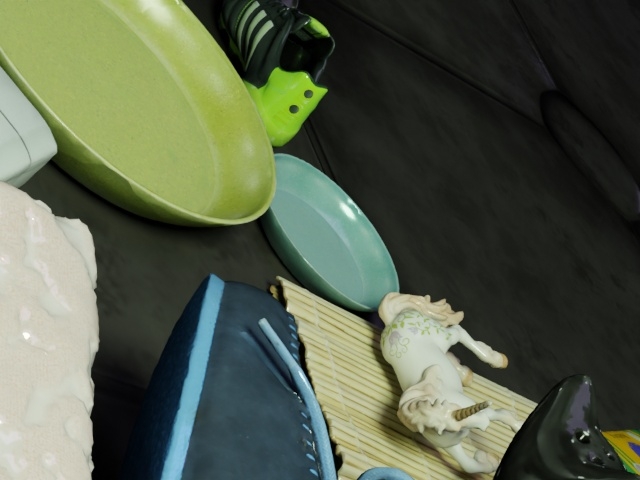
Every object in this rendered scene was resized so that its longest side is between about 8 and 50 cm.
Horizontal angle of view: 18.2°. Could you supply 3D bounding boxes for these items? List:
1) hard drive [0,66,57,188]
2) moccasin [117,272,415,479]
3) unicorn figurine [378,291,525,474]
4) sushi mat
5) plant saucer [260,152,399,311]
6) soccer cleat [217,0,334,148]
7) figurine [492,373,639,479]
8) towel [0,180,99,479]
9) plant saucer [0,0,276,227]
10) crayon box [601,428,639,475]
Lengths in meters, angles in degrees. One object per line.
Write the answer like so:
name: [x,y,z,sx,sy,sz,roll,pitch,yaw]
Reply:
hard drive: [-0.265,-0.079,0.826,0.233,0.047,0.353,50,23,-1]
moccasin: [-0.028,0.164,0.783,0.117,0.138,0.342,15,46,-13]
unicorn figurine: [0.073,0.086,1.137,0.111,0.060,0.162,28,14,-41]
sushi mat: [0.094,0.129,1.198,0.316,0.019,0.151,28,31,-42]
plant saucer: [0.000,0.000,1.218,0.119,0.021,0.119,41,25,-23]
soccer cleat: [-0.025,-0.128,1.300,0.060,0.072,0.179,36,27,-30]
figurine: [0.094,0.193,0.801,0.092,0.209,0.215,17,26,-39]
towel: [-0.194,0.072,0.632,0.317,0.053,0.332,32,43,-38]
plant saucer: [-0.122,-0.096,1.122,0.241,0.037,0.241,39,25,-22]
crayon box: [0.253,0.230,1.062,0.323,0.083,0.203,40,11,20]
